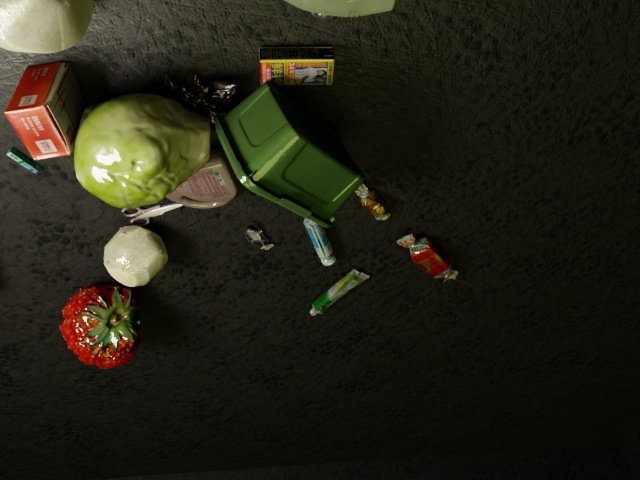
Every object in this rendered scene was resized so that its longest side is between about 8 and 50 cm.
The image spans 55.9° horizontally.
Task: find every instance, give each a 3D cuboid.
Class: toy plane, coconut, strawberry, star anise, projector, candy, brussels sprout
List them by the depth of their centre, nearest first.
[{"bbox_3d":[-0.522,-0.439,1.091,0.222,0.202,0.202,16,162,49],"label":"coconut"},{"bbox_3d":[0.027,-0.534,1.170,0.269,0.088,0.194,5,137,-12],"label":"projector"},{"bbox_3d":[-0.398,-0.196,1.332,0.316,0.274,0.243,-8,97,12],"label":"brussels sprout"},{"bbox_3d":[-0.246,-0.321,1.387,0.156,0.054,0.212,-15,137,14],"label":"star anise"},{"bbox_3d":[-0.506,0.035,1.669,0.160,0.162,0.161,19,143,15],"label":"coconut"},{"bbox_3d":[0.146,-0.104,1.687,0.053,0.047,0.182,-25,137,21],"label":"candy"},{"bbox_3d":[-0.183,-0.010,1.755,0.049,0.031,0.121,-27,132,8],"label":"toy plane"},{"bbox_3d":[-0.675,0.261,1.838,0.238,0.250,0.288,20,157,-35],"label":"strawberry"},{"bbox_3d":[0.341,0.055,1.879,0.086,0.059,0.292,-33,133,21],"label":"candy"}]

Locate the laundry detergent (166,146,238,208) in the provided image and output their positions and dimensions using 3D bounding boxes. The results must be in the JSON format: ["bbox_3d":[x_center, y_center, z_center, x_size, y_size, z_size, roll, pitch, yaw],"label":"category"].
[{"bbox_3d":[-0.332,-0.141,1.555,0.236,0.076,0.171,-14,138,7],"label":"laundry detergent"}]

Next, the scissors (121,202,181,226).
[{"bbox_3d":[-0.451,-0.080,1.644,0.176,0.022,0.085,-15,138,12],"label":"scissors"}]

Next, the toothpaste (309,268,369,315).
[{"bbox_3d":[0.051,0.174,1.981,0.078,0.047,0.248,24,127,-36],"label":"toothpaste"}]

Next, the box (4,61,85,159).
[{"bbox_3d":[-0.580,-0.280,1.294,0.099,0.182,0.133,-8,135,1],"label":"box"}]

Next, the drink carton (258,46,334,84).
[{"bbox_3d":[-0.053,-0.389,1.342,0.165,0.056,0.071,-2,146,-6],"label":"drink carton"}]

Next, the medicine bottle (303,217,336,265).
[{"bbox_3d":[0.000,0.000,1.777,0.051,0.051,0.191,-14,138,7],"label":"medicine bottle"}]

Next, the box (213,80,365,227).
[{"bbox_3d":[-0.059,-0.197,1.382,0.177,0.253,0.328,-41,144,21],"label":"box"}]

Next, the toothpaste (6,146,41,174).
[{"bbox_3d":[-0.727,-0.195,1.480,0.017,0.020,0.083,-26,135,25],"label":"toothpaste"}]
